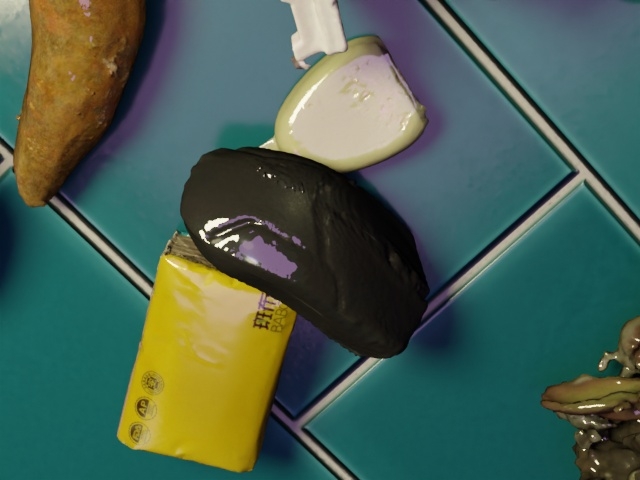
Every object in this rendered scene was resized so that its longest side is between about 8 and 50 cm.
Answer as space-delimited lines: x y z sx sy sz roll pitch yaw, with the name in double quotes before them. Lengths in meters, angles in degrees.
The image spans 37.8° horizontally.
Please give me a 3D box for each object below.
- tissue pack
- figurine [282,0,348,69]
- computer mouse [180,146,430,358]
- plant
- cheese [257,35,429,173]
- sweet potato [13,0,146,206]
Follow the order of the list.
"tissue pack" -0.088 0.091 0.765 0.120 0.082 0.169 15 104 -6
"figurine" 0.087 -0.222 0.647 0.257 0.182 0.144 -11 120 1
"computer mouse" 0.000 0.000 0.703 0.217 0.122 0.073 33 139 -26
"plant" 0.294 0.164 0.737 0.234 0.178 0.204 38 103 -15
"cheese" -0.014 -0.079 0.742 0.192 0.037 0.097 -30 102 7
"sweet potato" -0.180 -0.160 0.694 0.097 0.097 0.292 9 106 -2
